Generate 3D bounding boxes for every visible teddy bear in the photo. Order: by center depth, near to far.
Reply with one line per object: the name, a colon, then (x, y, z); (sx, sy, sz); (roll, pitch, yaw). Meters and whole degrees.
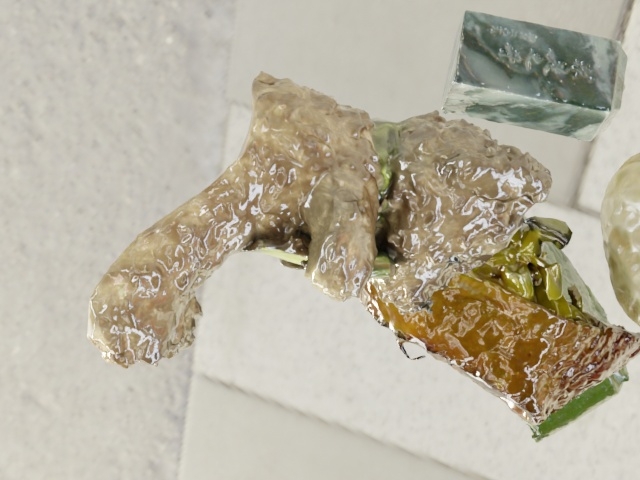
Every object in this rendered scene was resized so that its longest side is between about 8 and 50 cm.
teddy bear: (-0.004, 0.009, 1.082); (0.222, 0.246, 0.296); (36, 89, -3)

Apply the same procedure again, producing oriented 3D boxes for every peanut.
peanut: (0.346, 0.056, 1.271); (0.136, 0.120, 0.298); (-40, 78, 14)

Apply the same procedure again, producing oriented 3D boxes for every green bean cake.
green bean cake: (0.268, 0.097, 1.868); (0.156, 0.250, 0.247); (-37, 97, 16)

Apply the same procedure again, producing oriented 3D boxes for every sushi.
sushi: (0.152, 0.044, 1.320); (0.296, 0.167, 0.179); (33, 98, 11)

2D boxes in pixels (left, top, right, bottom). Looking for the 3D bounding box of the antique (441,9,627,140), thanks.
antique: (0.228, -0.172, 1.546); (0.183, 0.088, 0.086); (11, 163, -1)
